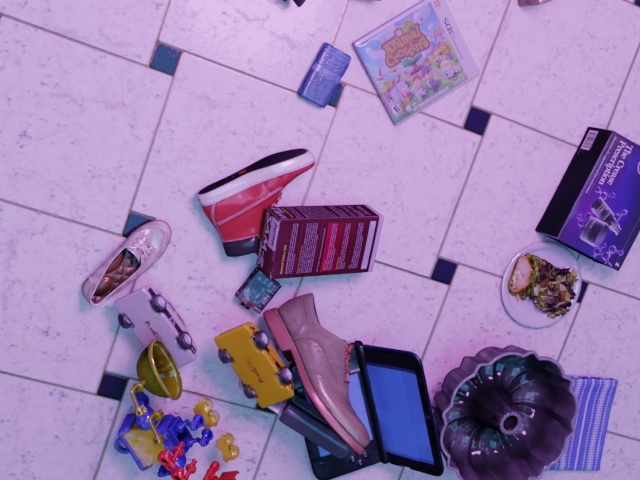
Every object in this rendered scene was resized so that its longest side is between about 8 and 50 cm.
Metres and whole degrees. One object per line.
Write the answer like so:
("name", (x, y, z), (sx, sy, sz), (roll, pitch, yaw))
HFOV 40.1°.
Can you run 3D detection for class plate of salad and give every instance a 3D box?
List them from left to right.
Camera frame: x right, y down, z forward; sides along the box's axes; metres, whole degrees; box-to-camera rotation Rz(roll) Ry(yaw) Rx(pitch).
("plate of salad", (0.502, 0.103, 1.967), (0.200, 0.048, 0.199), (-3, 102, -15))

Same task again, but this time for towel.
("towel", (0.009, -0.329, 1.753), (0.067, 0.029, 0.119), (28, 93, -18))
("towel", (0.531, 0.429, 2.050), (0.336, 0.040, 0.243), (4, 101, -16))

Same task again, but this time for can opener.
("can opener", (-0.048, 0.347, 1.818), (0.280, 0.074, 0.093), (37, 119, -2))

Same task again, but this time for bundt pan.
("bundt pan", (0.388, 0.373, 1.910), (0.331, 0.124, 0.330), (-4, 105, -16))

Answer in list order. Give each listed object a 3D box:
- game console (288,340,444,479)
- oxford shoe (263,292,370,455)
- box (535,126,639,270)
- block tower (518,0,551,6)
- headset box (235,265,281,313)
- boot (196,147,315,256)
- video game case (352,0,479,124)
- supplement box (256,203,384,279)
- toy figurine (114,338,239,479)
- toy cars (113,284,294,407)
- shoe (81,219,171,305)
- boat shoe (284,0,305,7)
("game console", (0.094, 0.378, 1.852), (0.250, 0.173, 0.293), (-16, 105, -11))
("oxford shoe", (0.018, 0.260, 1.760), (0.130, 0.123, 0.348), (-31, 75, -6))
("box", (0.626, -0.092, 1.933), (0.184, 0.103, 0.261), (24, 95, -21))
("block tower", (0.421, -0.650, 1.762), (0.097, 0.091, 0.335), (-20, 107, -10))
("headset box", (-0.131, 0.106, 1.807), (0.062, 0.032, 0.083), (38, 91, -18))
("boot", (-0.101, -0.069, 1.753), (0.244, 0.088, 0.176), (-26, 109, -2))
("video game case", (0.198, -0.372, 1.797), (0.212, 0.023, 0.193), (-32, 108, -6))
("supplement box", (0.000, 0.000, 1.757), (0.239, 0.073, 0.130), (-2, 115, -30))
("toy figurine", (-0.341, 0.388, 1.730), (0.217, 0.191, 0.362), (-15, 117, 25))
("toy cars", (-0.223, 0.200, 1.750), (0.394, 0.087, 0.176), (20, 117, -2))
("shoe", (-0.375, 0.047, 1.715), (0.219, 0.058, 0.076), (-44, 109, -3))
("boat shoe", (-0.025, -0.498, 1.657), (0.340, 0.127, 0.113), (-5, 91, -23))
